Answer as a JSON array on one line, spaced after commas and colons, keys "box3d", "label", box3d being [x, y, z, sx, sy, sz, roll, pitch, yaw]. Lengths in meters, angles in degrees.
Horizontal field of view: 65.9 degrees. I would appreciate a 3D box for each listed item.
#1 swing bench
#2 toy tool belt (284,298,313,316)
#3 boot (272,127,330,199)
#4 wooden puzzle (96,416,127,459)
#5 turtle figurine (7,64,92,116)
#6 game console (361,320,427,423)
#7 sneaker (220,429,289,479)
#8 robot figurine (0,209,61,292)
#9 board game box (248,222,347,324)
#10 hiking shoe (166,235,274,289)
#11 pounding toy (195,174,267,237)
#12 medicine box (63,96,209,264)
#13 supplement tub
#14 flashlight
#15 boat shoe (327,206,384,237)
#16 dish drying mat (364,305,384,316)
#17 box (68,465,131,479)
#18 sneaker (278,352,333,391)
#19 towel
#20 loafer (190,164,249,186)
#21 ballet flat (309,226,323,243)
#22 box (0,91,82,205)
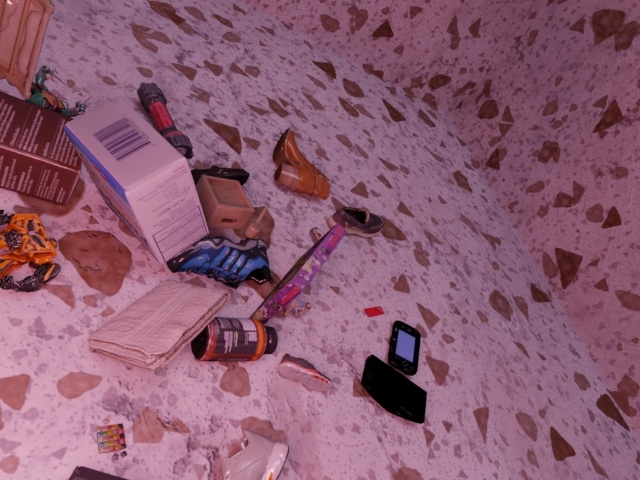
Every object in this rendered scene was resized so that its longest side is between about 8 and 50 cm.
[{"box3d": [-0.736, -0.432, 1.028, 0.165, 0.253, 0.255, 45, 34, 5], "label": "swing bench"}, {"box3d": [-0.065, 0.200, 1.426, 0.083, 0.052, 0.051, 17, 73, -27], "label": "toy tool belt"}, {"box3d": [-0.062, -0.289, 1.882, 0.220, 0.109, 0.283, 20, 43, -27], "label": "boot"}, {"box3d": [-0.399, 0.378, 0.942, 0.049, 0.006, 0.083, 6, 49, -40], "label": "wooden puzzle"}, {"box3d": [-0.716, -0.379, 1.316, 0.175, 0.118, 0.234, 39, 6, -3], "label": "turtle figurine"}, {"box3d": [0.241, 0.379, 1.526, 0.213, 0.044, 0.361, 36, 35, -9], "label": "game console"}, {"box3d": [-0.162, 0.500, 0.984, 0.121, 0.099, 0.262, 27, 32, 1], "label": "sneaker"}, {"box3d": [-0.674, 0.021, 0.987, 0.291, 0.085, 0.211, -14, 64, -50], "label": "robot figurine"}, {"box3d": [-0.056, 0.092, 1.402, 0.056, 0.208, 0.347, 41, 36, -1], "label": "board game box"}, {"box3d": [-0.256, 0.066, 1.321, 0.304, 0.113, 0.132, -5, 64, -40], "label": "hiking shoe"}, {"box3d": [-0.245, -0.072, 1.406, 0.181, 0.094, 0.206, 4, 46, -46], "label": "pounding toy"}, {"box3d": [-0.419, -0.132, 1.157, 0.149, 0.289, 0.263, -38, 65, -24], "label": "medicine box"}, {"box3d": [-0.203, 0.240, 1.193, 0.198, 0.106, 0.106, 11, 45, -37], "label": "supplement tub"}, {"box3d": [-0.501, -0.377, 1.564, 0.103, 0.103, 0.304, -7, 59, -44], "label": "flashlight"}, {"box3d": [0.155, -0.078, 1.883, 0.285, 0.092, 0.102, 3, 51, -42], "label": "boat shoe"}, {"box3d": [0.180, 0.236, 1.648, 0.083, 0.008, 0.032, -1, 54, -45], "label": "dish drying mat"}, {"box3d": [-0.306, 0.535, 0.752, 0.296, 0.073, 0.293, 20, 37, -4], "label": "box"}, {"box3d": [-0.033, 0.339, 1.293, 0.158, 0.061, 0.064, 31, 30, -16], "label": "sneaker"}, {"box3d": [-0.349, 0.172, 1.092, 0.187, 0.049, 0.282, 9, 28, 19], "label": "towel"}, {"box3d": [-0.321, -0.210, 1.575, 0.220, 0.080, 0.078, -11, 61, -49], "label": "loafer"}, {"box3d": [0.000, 0.000, 1.698, 0.041, 0.041, 0.114, -4, 56, -46], "label": "ballet flat"}, {"box3d": [-0.756, -0.238, 1.139, 0.382, 0.143, 0.191, 20, 41, -31], "label": "box"}]
